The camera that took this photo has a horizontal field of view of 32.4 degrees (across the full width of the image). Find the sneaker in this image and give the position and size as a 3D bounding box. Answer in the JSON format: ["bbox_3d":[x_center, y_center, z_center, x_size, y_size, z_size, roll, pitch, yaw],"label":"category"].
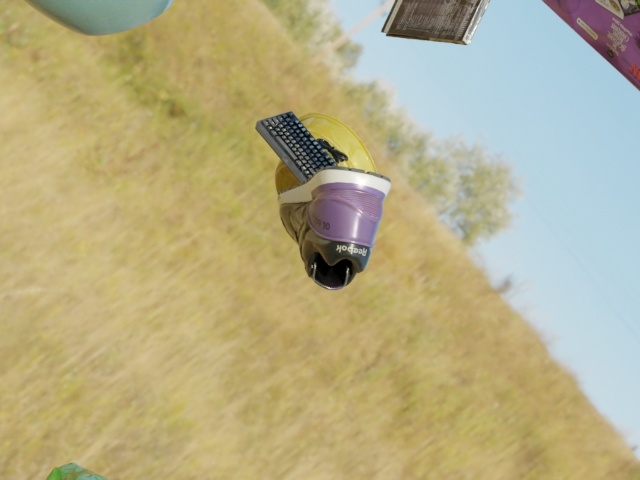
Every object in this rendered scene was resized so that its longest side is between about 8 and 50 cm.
[{"bbox_3d":[0.000,0.000,1.327,0.107,0.124,0.283,10,-11,-9],"label":"sneaker"}]

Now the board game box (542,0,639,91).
[{"bbox_3d":[0.280,-0.261,0.974,0.346,0.056,0.208,53,-35,30],"label":"board game box"}]

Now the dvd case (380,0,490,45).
[{"bbox_3d":[0.177,-0.355,1.543,0.018,0.164,0.221,25,1,-30],"label":"dvd case"}]

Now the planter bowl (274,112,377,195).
[{"bbox_3d":[-0.011,-0.095,1.825,0.217,0.090,0.217,28,-47,35],"label":"planter bowl"}]

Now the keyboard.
[{"bbox_3d":[-0.012,-0.135,1.711,0.180,0.108,0.023,52,-42,26],"label":"keyboard"}]

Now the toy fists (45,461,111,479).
[{"bbox_3d":[-0.168,0.333,1.130,0.142,0.096,0.279,7,-33,49],"label":"toy fists"}]

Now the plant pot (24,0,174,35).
[{"bbox_3d":[-0.266,-0.361,1.316,0.290,0.290,0.195,49,-20,53],"label":"plant pot"}]
